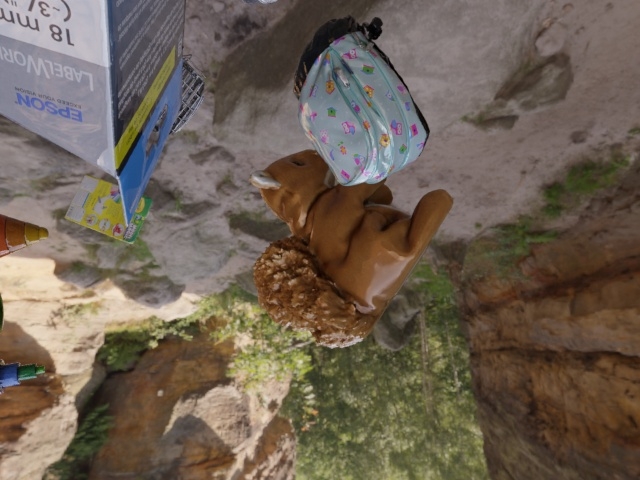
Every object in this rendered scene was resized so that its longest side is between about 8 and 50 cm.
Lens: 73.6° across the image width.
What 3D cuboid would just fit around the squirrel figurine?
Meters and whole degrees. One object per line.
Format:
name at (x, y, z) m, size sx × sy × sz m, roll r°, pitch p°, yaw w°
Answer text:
squirrel figurine at (0.000, 0.000, 0.873) m, size 0.371 × 0.396 × 0.281 m, roll 33°, pitch 176°, yaw 13°

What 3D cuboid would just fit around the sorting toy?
sorting toy at (-0.603, 0.110, 0.847) m, size 0.126 × 0.364 × 0.127 m, roll -5°, pitch 175°, yaw -24°

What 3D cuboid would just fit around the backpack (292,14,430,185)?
backpack at (0.044, -0.157, 0.530) m, size 0.115 × 0.181 × 0.152 m, roll -28°, pitch 169°, yaw -20°

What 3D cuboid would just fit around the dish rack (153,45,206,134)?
dish rack at (-0.360, -0.365, 0.891) m, size 0.271 × 0.074 × 0.208 m, roll 46°, pitch 127°, yaw -11°

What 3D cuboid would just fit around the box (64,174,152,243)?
box at (-0.428, -0.063, 0.885) m, size 0.179 × 0.105 × 0.043 m, roll 19°, pitch 172°, yaw 20°

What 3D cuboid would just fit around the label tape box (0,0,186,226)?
label tape box at (-0.189, -0.213, 0.372) m, size 0.106 × 0.240 × 0.333 m, roll 13°, pitch 137°, yaw -12°

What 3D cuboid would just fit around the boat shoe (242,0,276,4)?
boat shoe at (-0.126, -0.686, 0.966) m, size 0.102 × 0.300 × 0.108 m, roll 10°, pitch -175°, yaw 35°
